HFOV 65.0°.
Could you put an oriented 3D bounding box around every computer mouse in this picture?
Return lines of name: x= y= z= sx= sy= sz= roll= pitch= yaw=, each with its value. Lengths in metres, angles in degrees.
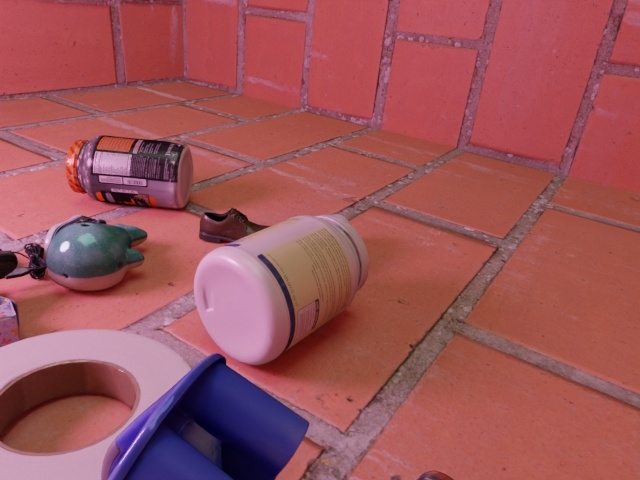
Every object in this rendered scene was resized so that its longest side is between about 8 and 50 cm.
computer mouse: x=-0.761 y=0.062 z=1.136 sx=0.261 sy=0.060 sz=0.184 roll=-1 pitch=21 yaw=-40

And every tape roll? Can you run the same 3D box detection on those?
tape roll: x=-0.383 y=0.269 z=0.757 sx=0.391 sy=0.072 sz=0.392 roll=7 pitch=23 yaw=-3

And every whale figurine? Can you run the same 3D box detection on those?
whale figurine: x=-0.523 y=0.007 z=1.198 sx=0.216 sy=0.141 sz=0.272 roll=10 pitch=26 yaw=9

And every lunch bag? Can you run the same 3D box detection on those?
lunch bag: x=-0.608 y=0.153 z=0.964 sx=0.053 sy=0.071 sz=0.083 roll=-12 pitch=31 yaw=-36

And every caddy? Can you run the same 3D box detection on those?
caddy: x=-0.158 y=0.280 z=0.542 sx=0.179 sy=0.341 sz=0.241 roll=29 pitch=30 yaw=5

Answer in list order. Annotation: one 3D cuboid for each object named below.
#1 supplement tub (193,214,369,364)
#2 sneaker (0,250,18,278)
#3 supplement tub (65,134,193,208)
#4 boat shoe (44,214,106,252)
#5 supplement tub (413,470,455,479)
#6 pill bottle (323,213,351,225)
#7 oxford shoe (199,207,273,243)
supplement tub: x=-0.068 y=0.083 z=1.040 sx=0.235 sy=0.236 sz=0.324 roll=24 pitch=31 yaw=31
sneaker: x=-0.673 y=0.102 z=0.972 sx=0.130 sy=0.087 sz=0.227 roll=37 pitch=29 yaw=9
supplement tub: x=-0.581 y=-0.213 z=1.553 sx=0.337 sy=0.207 sz=0.207 roll=6 pitch=26 yaw=-2
boat shoe: x=-0.634 y=-0.019 z=1.309 sx=0.083 sy=0.065 sz=0.183 roll=6 pitch=25 yaw=2
supplement tub: x=0.104 y=0.382 z=0.625 sx=0.197 sy=0.106 sz=0.106 roll=-17 pitch=34 yaw=-38
pill bottle: x=0.000 y=0.000 z=1.355 sx=0.117 sy=0.118 sz=0.208 roll=19 pitch=29 yaw=24
oxford shoe: x=-0.227 y=-0.040 z=1.412 sx=0.227 sy=0.096 sz=0.083 roll=5 pitch=25 yaw=-7
